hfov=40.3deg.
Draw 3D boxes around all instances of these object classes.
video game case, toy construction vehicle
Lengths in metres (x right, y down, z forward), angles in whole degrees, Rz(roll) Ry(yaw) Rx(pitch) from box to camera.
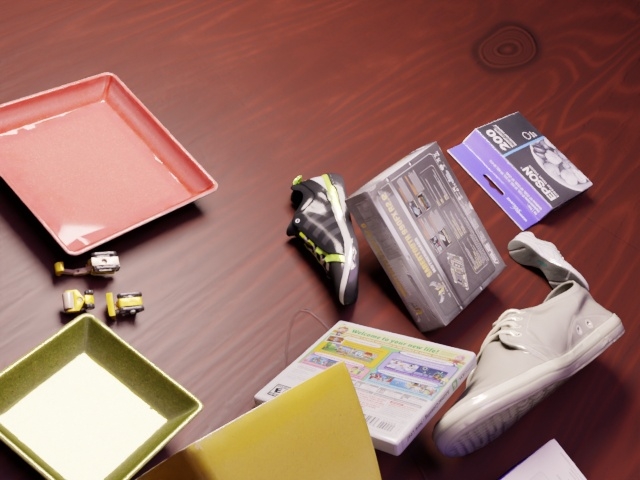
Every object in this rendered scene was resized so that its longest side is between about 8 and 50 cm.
[{"bbox_3d":[0.057,0.176,1.090,0.212,0.023,0.193,10,32,36],"label":"video game case"},{"bbox_3d":[-0.279,0.061,1.095,0.098,0.035,0.086,-5,66,-28],"label":"toy construction vehicle"}]

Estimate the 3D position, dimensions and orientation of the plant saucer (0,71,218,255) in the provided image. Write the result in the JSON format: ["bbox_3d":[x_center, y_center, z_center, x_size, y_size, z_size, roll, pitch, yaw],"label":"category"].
[{"bbox_3d":[-0.318,-0.104,1.204,0.258,0.047,0.259,46,47,14],"label":"plant saucer"}]

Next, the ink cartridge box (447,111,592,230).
[{"bbox_3d":[0.368,-0.134,1.600,0.208,0.045,0.206,-27,68,-40],"label":"ink cartridge box"}]

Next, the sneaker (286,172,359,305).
[{"bbox_3d":[0.000,0.000,1.280,0.097,0.084,0.234,-7,51,-3],"label":"sneaker"}]

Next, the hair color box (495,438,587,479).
[{"bbox_3d":[0.211,0.396,1.008,0.339,0.110,0.185,-21,67,-41],"label":"hair color box"}]

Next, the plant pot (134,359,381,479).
[{"bbox_3d":[-0.054,0.278,0.915,0.212,0.212,0.187,-22,79,-40],"label":"plant pot"}]

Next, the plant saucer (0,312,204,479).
[{"bbox_3d":[-0.260,0.193,0.965,0.188,0.045,0.188,36,42,13],"label":"plant saucer"}]

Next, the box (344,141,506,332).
[{"bbox_3d":[0.162,-0.008,1.301,0.183,0.056,0.231,-37,99,-39],"label":"box"}]

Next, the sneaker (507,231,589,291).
[{"bbox_3d":[0.389,0.036,1.456,0.152,0.053,0.061,39,42,9],"label":"sneaker"}]

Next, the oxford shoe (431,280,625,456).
[{"bbox_3d":[0.273,0.167,1.204,0.449,0.169,0.130,-22,67,-47],"label":"oxford shoe"}]
